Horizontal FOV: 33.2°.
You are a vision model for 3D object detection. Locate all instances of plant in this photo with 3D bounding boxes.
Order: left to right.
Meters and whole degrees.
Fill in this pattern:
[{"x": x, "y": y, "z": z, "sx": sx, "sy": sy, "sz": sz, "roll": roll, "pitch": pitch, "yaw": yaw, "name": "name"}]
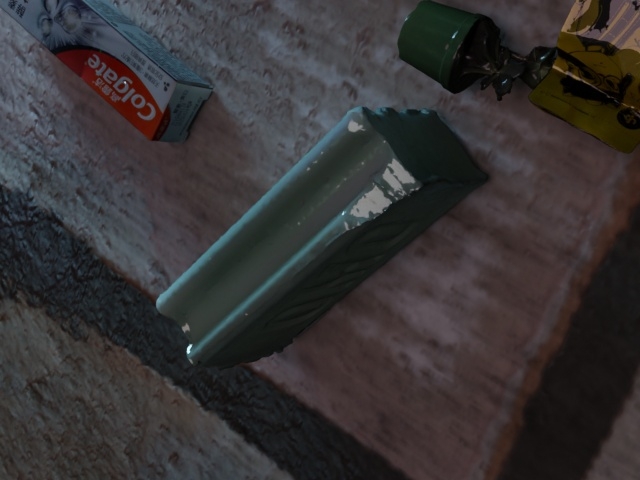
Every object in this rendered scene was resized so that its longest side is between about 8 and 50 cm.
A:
[{"x": 0.098, "y": -0.107, "z": 0.641, "sx": 0.102, "sy": 0.051, "sz": 0.051, "roll": 28, "pitch": 109, "yaw": 23, "name": "plant"}]

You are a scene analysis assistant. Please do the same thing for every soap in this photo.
[{"x": 0.000, "y": 0.000, "z": 0.678, "sx": 0.198, "sy": 0.114, "sz": 0.063, "roll": -43, "pitch": 72, "yaw": 30, "name": "soap"}]

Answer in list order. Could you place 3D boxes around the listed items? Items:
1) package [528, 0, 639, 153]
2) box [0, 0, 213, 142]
[{"x": 0.176, "y": -0.120, "z": 0.589, "sx": 0.071, "sy": 0.047, "sz": 0.131, "roll": 30, "pitch": 110, "yaw": 22, "name": "package"}, {"x": -0.176, "y": -0.156, "z": 0.823, "sx": 0.218, "sy": 0.039, "sz": 0.055, "roll": 42, "pitch": 114, "yaw": 23, "name": "box"}]
